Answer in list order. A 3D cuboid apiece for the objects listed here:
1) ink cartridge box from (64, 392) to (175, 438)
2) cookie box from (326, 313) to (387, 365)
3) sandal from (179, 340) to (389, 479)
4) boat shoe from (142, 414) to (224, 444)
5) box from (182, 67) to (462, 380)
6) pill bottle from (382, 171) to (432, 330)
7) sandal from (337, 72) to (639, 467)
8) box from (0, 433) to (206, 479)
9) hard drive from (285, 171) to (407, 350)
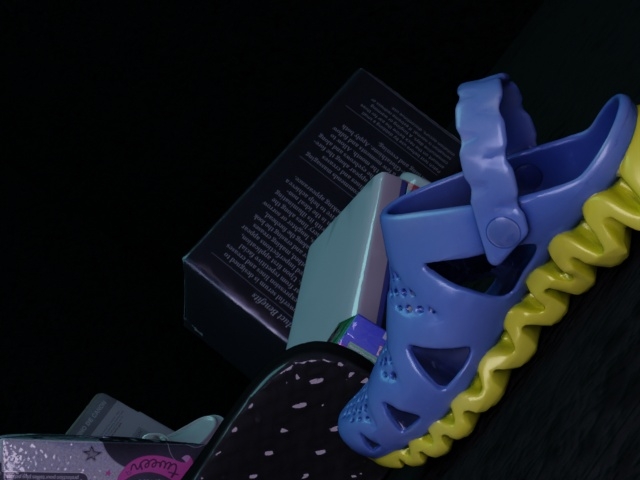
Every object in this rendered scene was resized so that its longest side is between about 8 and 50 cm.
[{"bbox_3d":[-0.292,0.413,1.571,0.309,0.271,0.130,-55,-7,-49],"label":"ink cartridge box"},{"bbox_3d":[0.051,0.106,0.944,0.040,0.091,0.107,-58,1,-12],"label":"cookie box"},{"bbox_3d":[-0.098,0.269,0.918,0.446,0.167,0.107,-46,6,7],"label":"sandal"},{"bbox_3d":[-0.215,0.299,1.429,0.095,0.084,0.258,4,32,39],"label":"boat shoe"},{"bbox_3d":[0.000,0.000,1.595,0.395,0.212,0.293,-49,-8,-20],"label":"box"},{"bbox_3d":[0.095,0.017,1.325,0.180,0.108,0.108,-55,1,-4],"label":"pill bottle"},{"bbox_3d":[0.094,0.015,0.702,0.317,0.138,0.126,-57,2,25],"label":"sandal"},{"bbox_3d":[-0.262,0.311,1.269,0.142,0.247,0.163,157,118,-66],"label":"box"},{"bbox_3d":[0.011,0.107,1.176,0.210,0.040,0.319,-47,26,54],"label":"hard drive"}]
